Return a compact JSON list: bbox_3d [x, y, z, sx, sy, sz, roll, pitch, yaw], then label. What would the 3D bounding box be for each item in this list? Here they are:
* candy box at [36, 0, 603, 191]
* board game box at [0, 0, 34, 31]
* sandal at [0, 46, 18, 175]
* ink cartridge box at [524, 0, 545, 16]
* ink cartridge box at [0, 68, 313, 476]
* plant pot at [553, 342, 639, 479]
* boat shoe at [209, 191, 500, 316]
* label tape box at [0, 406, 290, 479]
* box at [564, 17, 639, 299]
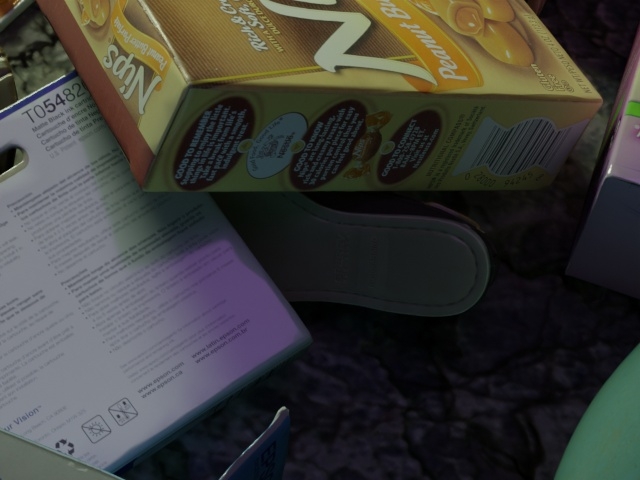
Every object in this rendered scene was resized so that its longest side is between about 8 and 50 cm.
[{"bbox_3d":[0.002,-0.120,1.164,0.316,0.087,0.183,-1,44,-36],"label":"candy box"},{"bbox_3d":[-0.437,-0.187,1.244,0.390,0.050,0.390,32,57,13],"label":"board game box"},{"bbox_3d":[-0.221,-0.028,1.167,0.090,0.060,0.219,-14,74,-12],"label":"sandal"},{"bbox_3d":[0.114,-0.296,1.377,0.193,0.088,0.235,22,56,8],"label":"ink cartridge box"},{"bbox_3d":[-0.157,0.032,1.101,0.223,0.045,0.224,-32,79,-20],"label":"ink cartridge box"},{"bbox_3d":[0.268,0.146,0.991,0.235,0.293,0.293,-33,65,-9],"label":"plant pot"},{"bbox_3d":[0.000,0.000,1.172,0.228,0.081,0.068,13,10,14],"label":"boat shoe"},{"bbox_3d":[-0.182,0.209,0.889,0.115,0.249,0.347,42,60,19],"label":"label tape box"},{"bbox_3d":[0.302,-0.065,1.230,0.213,0.117,0.243,18,54,4],"label":"box"}]
